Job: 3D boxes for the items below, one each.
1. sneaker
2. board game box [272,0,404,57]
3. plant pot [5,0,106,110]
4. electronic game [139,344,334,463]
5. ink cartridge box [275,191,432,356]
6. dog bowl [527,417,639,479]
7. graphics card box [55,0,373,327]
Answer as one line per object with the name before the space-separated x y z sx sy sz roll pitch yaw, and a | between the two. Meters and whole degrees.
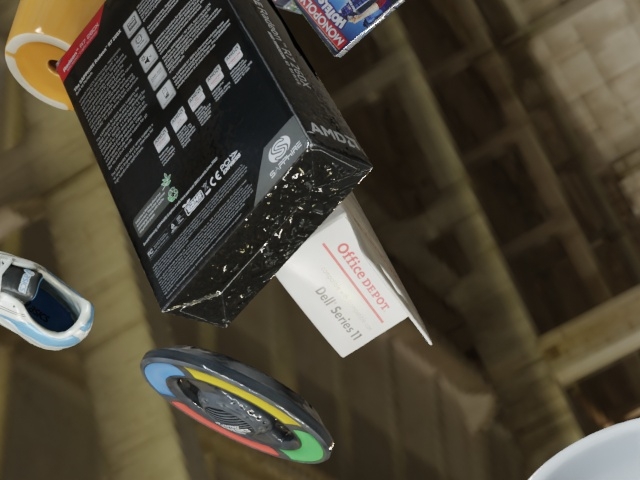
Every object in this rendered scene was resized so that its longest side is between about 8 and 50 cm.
sneaker | -0.343 0.039 1.502 0.237 0.086 0.085 27 -128 -21
board game box | 0.008 -0.329 1.799 0.194 0.194 0.060 55 -162 14
plant pot | -0.275 -0.262 1.715 0.205 0.205 0.188 51 -133 -35
electronic game | -0.091 0.180 1.561 0.229 0.229 0.048 47 -120 -43
ink cartridge box | 0.000 0.000 1.839 0.207 0.119 0.353 53 -173 -39
dog bowl | 0.258 0.235 0.976 0.265 0.265 0.104 -93 -10 -61
graphics card box | -0.118 -0.126 1.427 0.094 0.233 0.371 20 -149 -44
